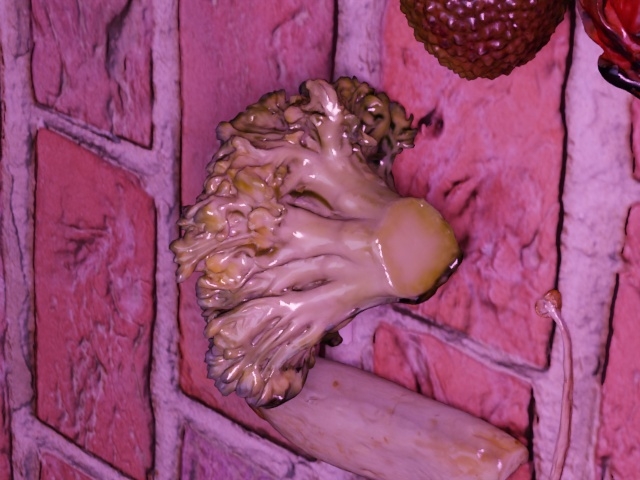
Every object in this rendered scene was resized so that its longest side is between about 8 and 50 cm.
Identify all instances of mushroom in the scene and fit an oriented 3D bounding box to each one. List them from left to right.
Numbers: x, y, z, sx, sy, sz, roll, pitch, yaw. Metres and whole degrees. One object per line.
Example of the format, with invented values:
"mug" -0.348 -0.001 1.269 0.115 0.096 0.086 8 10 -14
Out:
"mushroom" 0.053 0.180 1.901 0.333 0.087 0.107 21 129 37
"mushroom" 0.215 0.179 1.773 0.028 0.026 0.286 25 125 58

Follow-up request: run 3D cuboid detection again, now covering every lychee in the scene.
"lychee" 0.133 -0.213 1.611 0.171 0.171 0.171 20 119 41

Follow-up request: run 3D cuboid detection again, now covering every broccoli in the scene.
"broccoli" 0.000 0.000 1.760 0.245 0.248 0.288 1 105 54

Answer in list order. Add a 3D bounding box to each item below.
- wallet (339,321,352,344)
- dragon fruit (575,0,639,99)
"wallet" 0.007 0.040 1.938 0.061 0.025 0.122 17 117 35
"dragon fruit" 0.277 -0.184 1.449 0.182 0.182 0.188 -26 84 49
